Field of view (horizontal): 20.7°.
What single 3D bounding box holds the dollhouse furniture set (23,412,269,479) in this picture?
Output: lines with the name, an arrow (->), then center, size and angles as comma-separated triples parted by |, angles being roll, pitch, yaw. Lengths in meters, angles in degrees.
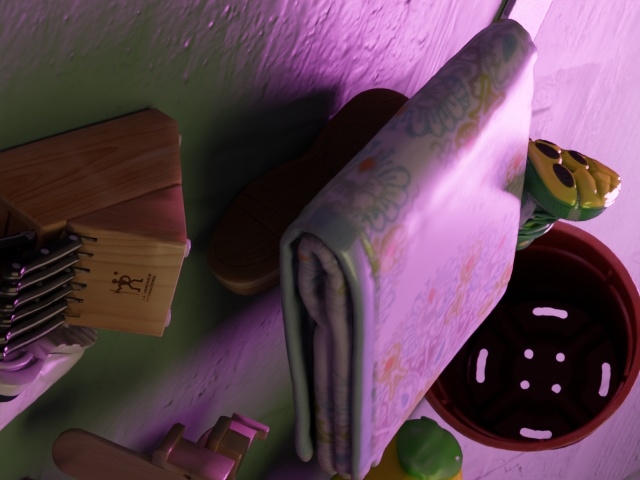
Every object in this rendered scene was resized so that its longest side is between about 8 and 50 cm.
dollhouse furniture set -> -0.166, 0.228, 1.693 | 0.355, 0.174, 0.303 | -58, 170, -64

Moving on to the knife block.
knife block -> -0.225, -0.017, 1.301 | 0.275, 0.242, 0.088 | -100, -155, -57

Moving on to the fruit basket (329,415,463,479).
fruit basket -> 0.061, 0.394, 1.940 | 0.392, 0.283, 0.392 | -28, 152, -17

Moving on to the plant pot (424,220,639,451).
plant pot -> 0.257, 0.136, 2.111 | 0.272, 0.272, 0.265 | -54, 163, -5

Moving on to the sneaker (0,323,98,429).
sneaker -> -0.245, 0.096, 1.337 | 0.095, 0.090, 0.235 | -58, 174, 15

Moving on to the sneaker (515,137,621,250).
sneaker -> 0.228, -0.042, 1.843 | 0.295, 0.109, 0.123 | -146, -105, -78

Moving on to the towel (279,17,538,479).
towel -> 0.083, 0.016, 1.639 | 0.320, 0.090, 0.374 | -50, 155, -33

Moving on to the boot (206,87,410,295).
boot -> 0.000, 0.000, 1.677 | 0.262, 0.095, 0.203 | -47, 154, -28

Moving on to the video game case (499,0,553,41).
video game case -> 0.227, -0.262, 1.860 | 0.087, 0.011, 0.122 | -5, 125, -59
